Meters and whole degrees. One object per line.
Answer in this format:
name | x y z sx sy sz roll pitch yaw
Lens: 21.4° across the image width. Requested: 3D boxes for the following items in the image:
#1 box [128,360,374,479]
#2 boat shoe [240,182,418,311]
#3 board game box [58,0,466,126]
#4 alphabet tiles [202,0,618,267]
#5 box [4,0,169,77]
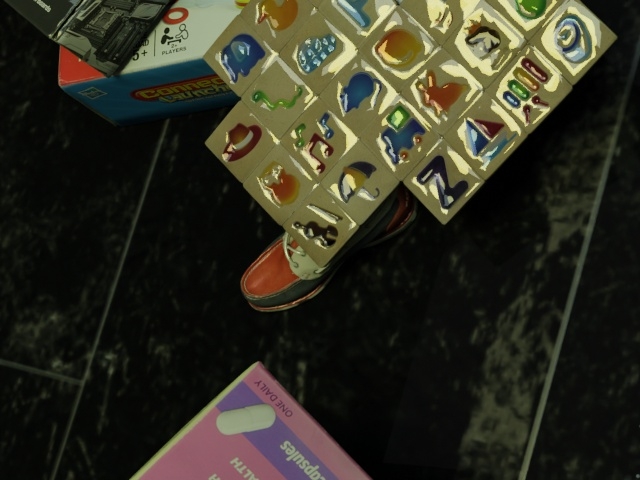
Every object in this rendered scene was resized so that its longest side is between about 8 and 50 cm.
box | -0.055 0.230 0.922 0.213 0.117 0.243 46 67 1
boat shoe | 0.000 0.000 1.116 0.137 0.043 0.049 -32 64 15
board game box | -0.030 -0.256 1.190 0.308 0.086 0.302 -9 70 24
alphabet tiles | 0.038 -0.106 1.065 0.198 0.009 0.237 47 109 15
box | -0.183 -0.293 1.182 0.307 0.076 0.242 40 93 31
